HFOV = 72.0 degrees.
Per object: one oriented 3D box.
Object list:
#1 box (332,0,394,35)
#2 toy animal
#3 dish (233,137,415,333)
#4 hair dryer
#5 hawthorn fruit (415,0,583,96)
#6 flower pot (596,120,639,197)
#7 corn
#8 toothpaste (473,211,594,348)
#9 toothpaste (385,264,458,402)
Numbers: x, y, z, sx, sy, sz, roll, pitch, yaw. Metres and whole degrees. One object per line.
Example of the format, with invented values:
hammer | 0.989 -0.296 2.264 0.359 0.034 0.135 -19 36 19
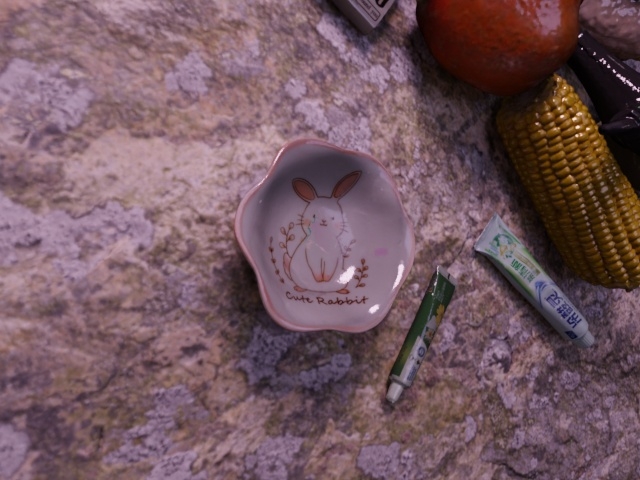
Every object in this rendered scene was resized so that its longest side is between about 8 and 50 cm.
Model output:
box | 0.029 -0.373 0.573 0.177 0.036 0.115 39 71 -21
toy animal | 0.533 -0.433 0.748 0.226 0.188 0.358 34 71 2
dish | 0.000 0.000 0.521 0.229 0.081 0.230 3 83 -27
hair dryer | 0.403 -0.191 0.595 0.236 0.091 0.271 52 39 6
hawthorn fruit | 0.222 -0.308 0.603 0.251 0.199 0.200 6 85 -10
flower pot | 0.594 -0.171 0.779 0.202 0.212 0.212 -27 101 -18
corn | 0.411 -0.079 0.709 0.144 0.144 0.387 -45 104 -22
toothpaste | 0.358 0.078 0.727 0.297 0.048 0.075 43 73 -16
toothpaste | 0.141 0.131 0.616 0.049 0.031 0.204 38 70 -22
